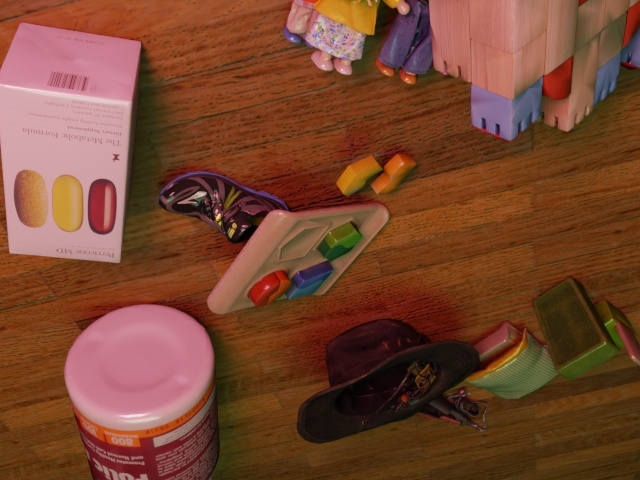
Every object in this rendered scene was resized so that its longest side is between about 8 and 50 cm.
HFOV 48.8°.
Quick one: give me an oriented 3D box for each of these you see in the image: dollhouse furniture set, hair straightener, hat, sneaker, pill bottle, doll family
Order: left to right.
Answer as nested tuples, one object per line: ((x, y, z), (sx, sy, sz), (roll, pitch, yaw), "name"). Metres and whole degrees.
((-0.283, 0.313, 1.184), (0.224, 0.224, 0.392), (-2, 133, -7), "pill bottle")
((-0.127, -0.040, 0.968), (0.188, 0.078, 0.067), (15, 129, -22), "sneaker")
((0.098, 0.215, 1.212), (0.332, 0.133, 0.331), (-17, 149, -11), "hat")
((0.085, -0.256, 0.763), (0.263, 0.118, 0.163), (7, 132, -15), "doll family")
((0.272, 0.338, 1.416), (0.230, 0.047, 0.089), (32, 122, -33), "hair straightener")
((0.404, 0.235, 1.264), (0.198, 0.151, 0.301), (31, 122, -32), "dollhouse furniture set")

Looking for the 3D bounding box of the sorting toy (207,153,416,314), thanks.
((0.000, 0.000, 0.993), (0.229, 0.041, 0.307), (-4, 143, -46), "sorting toy")

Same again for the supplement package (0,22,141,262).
((-0.293, -0.107, 0.838), (0.139, 0.133, 0.244), (5, 133, -13), "supplement package")

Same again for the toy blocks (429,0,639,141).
((0.245, -0.237, 0.716), (0.381, 0.191, 0.260), (-38, 139, -23), "toy blocks")
